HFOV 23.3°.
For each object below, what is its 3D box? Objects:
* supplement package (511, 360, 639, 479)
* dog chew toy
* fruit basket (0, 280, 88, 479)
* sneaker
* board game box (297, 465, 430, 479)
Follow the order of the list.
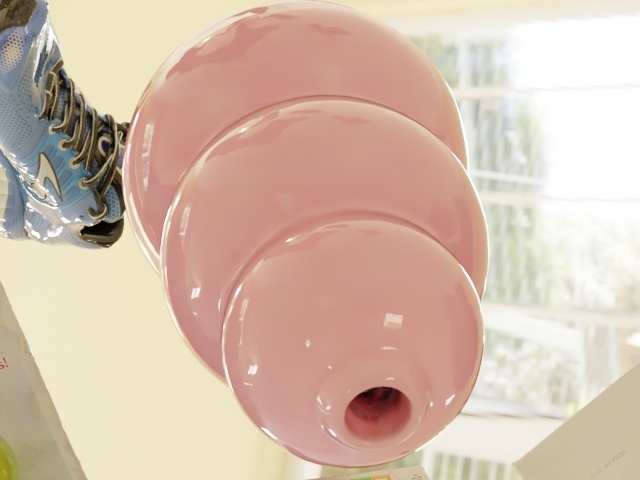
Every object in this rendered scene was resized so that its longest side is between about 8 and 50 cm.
[{"bbox_3d":[0.335,0.200,1.468,0.203,0.149,0.194,-12,-27,-48],"label":"supplement package"},{"bbox_3d":[0.000,0.000,0.851,0.206,0.207,0.332,10,27,-17],"label":"dog chew toy"},{"bbox_3d":[-0.311,0.159,0.934,0.327,0.353,0.165,-19,27,-1],"label":"fruit basket"},{"bbox_3d":[-0.217,-0.097,1.303,0.147,0.130,0.330,15,-27,7],"label":"sneaker"},{"bbox_3d":[-0.011,0.190,0.890,0.103,0.154,0.026,0,46,-38],"label":"board game box"}]
